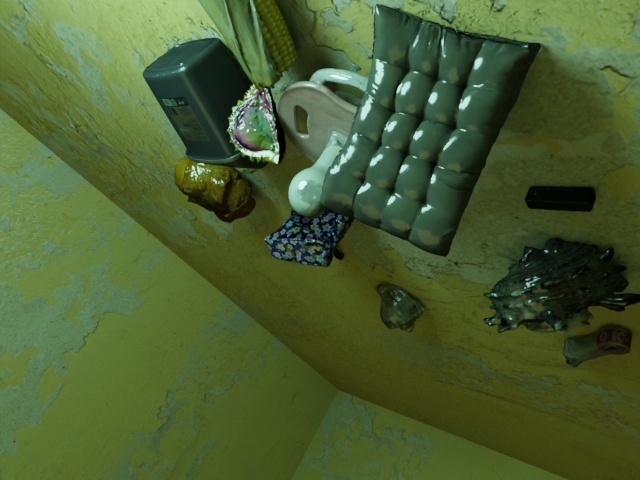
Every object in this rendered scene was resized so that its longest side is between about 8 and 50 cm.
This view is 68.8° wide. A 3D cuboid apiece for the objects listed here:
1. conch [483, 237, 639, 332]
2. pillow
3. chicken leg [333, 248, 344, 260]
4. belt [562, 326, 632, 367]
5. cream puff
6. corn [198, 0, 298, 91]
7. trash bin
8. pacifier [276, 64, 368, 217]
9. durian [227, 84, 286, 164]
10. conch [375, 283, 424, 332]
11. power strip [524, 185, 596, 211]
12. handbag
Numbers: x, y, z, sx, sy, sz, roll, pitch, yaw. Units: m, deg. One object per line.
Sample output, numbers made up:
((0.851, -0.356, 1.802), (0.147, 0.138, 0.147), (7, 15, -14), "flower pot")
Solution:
((0.490, 0.121, 0.976), (0.241, 0.186, 0.313), (13, 145, -24), "conch")
((0.146, -0.164, 0.705), (0.228, 0.101, 0.326), (25, 111, 18), "pillow")
((0.000, 0.000, 1.487), (0.205, 0.053, 0.093), (44, 178, -10), "chicken leg")
((0.676, 0.264, 1.162), (0.071, 0.053, 0.232), (21, 155, 6), "belt")
((-0.323, -0.168, 1.438), (0.269, 0.154, 0.241), (28, 162, -5), "cream puff")
((-0.141, -0.395, 0.789), (0.123, 0.122, 0.305), (-6, 140, 27), "corn")
((-0.242, -0.291, 1.062), (0.210, 0.182, 0.290), (14, 145, 39), "trash bin")
((0.046, -0.171, 0.893), (0.332, 0.273, 0.220), (28, -166, 12), "pacifier")
((-0.138, -0.238, 0.983), (0.108, 0.186, 0.119), (-10, -177, 5), "durian")
((0.263, 0.221, 1.565), (0.155, 0.130, 0.207), (-26, 99, 25), "conch")
((0.424, -0.074, 0.830), (0.111, 0.038, 0.029), (9, 148, 45), "power strip")
((-0.023, -0.027, 1.271), (0.229, 0.208, 0.126), (2, 128, 39), "handbag")
